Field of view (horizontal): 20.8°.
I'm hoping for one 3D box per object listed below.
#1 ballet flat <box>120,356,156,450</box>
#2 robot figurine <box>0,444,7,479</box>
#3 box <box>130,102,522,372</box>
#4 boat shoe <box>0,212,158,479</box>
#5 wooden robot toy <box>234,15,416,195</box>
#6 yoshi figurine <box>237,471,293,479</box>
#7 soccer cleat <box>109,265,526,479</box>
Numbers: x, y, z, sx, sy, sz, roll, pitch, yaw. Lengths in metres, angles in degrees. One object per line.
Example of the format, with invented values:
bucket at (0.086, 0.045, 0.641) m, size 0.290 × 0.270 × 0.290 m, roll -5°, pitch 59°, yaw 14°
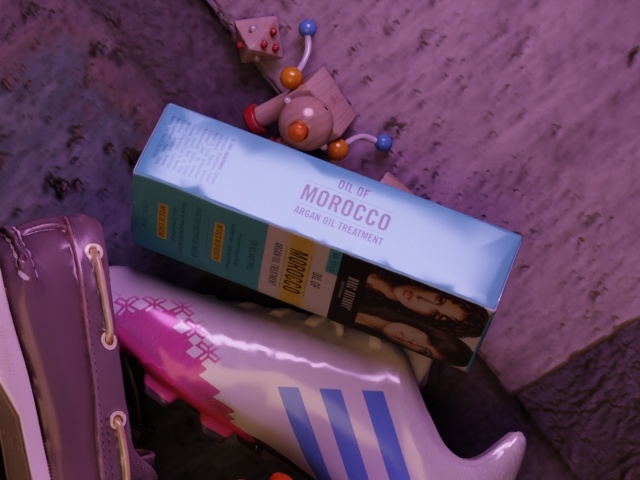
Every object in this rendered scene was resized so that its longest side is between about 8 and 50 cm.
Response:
ballet flat at (-0.178, 0.079, 1.245) m, size 0.070 × 0.070 × 0.188 m, roll -22°, pitch 108°, yaw 18°
robot figurine at (-0.271, 0.195, 1.209) m, size 0.174 × 0.209 × 0.278 m, roll -25°, pitch 126°, yaw 13°
box at (0.000, 0.000, 1.135) m, size 0.244 × 0.060 × 0.100 m, roll 21°, pitch 152°, yaw 5°
boat shoe at (-0.152, 0.145, 1.113) m, size 0.097 × 0.116 × 0.324 m, roll -16°, pitch 96°, yaw -21°
wooden robot toy at (-0.010, -0.069, 1.144) m, size 0.076 × 0.079 × 0.173 m, roll -31°, pitch 100°, yaw 20°
yoshi figurine at (-0.018, 0.300, 1.144) m, size 0.203 × 0.203 × 0.362 m, roll 24°, pitch 140°, yaw -5°
soccer cleat at (-0.009, 0.094, 1.199) m, size 0.331 × 0.116 × 0.143 m, roll 36°, pitch 90°, yaw 0°
